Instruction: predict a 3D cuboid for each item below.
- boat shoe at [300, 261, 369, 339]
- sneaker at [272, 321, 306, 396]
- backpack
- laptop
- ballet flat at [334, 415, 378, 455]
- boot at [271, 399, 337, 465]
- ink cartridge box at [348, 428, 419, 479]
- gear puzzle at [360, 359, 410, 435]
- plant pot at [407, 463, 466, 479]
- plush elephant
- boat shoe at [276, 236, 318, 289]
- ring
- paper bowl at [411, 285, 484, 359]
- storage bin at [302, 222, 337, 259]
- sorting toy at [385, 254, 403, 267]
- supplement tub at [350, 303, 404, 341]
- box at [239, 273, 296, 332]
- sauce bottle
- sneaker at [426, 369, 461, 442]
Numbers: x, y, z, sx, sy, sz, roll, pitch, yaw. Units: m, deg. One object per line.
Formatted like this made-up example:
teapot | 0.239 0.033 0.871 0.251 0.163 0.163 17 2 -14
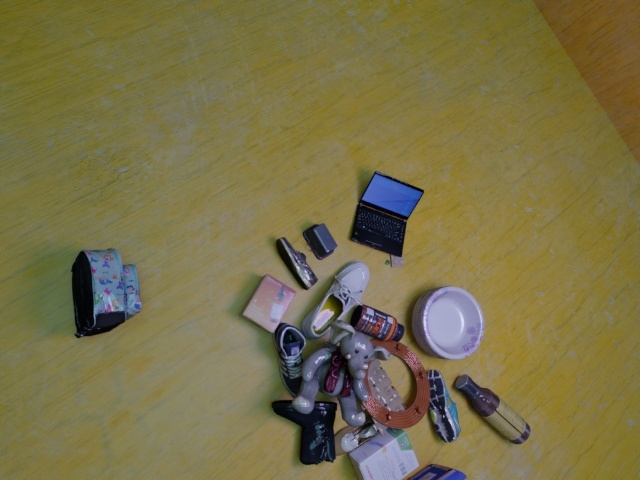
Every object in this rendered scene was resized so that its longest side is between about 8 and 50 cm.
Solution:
boat shoe | 0.076 0.215 1.676 0.136 0.156 0.367 47 69 -5
sneaker | -0.091 0.425 1.578 0.099 0.153 0.282 -17 85 -20
backpack | -0.677 0.150 1.404 0.191 0.225 0.254 -10 77 -42
laptop | 0.274 -0.102 1.817 0.234 0.136 0.265 19 67 -14
ballet flat | 0.136 0.708 1.639 0.232 0.073 0.080 -26 90 -21
boot | -0.056 0.669 1.569 0.246 0.094 0.207 9 75 -17
ink cartridge box | 0.228 0.795 1.627 0.212 0.093 0.154 -26 101 -23
gear puzzle | 0.183 0.540 1.675 0.175 0.044 0.339 -19 71 -37
plant pot | 0.425 0.949 1.609 0.235 0.236 0.212 -21 79 -22
plush elephant | 0.089 0.419 1.513 0.271 0.255 0.330 28 37 -17
boat shoe | -0.087 0.079 1.696 0.073 0.080 0.224 -34 96 -27
ring | 0.277 0.525 1.685 0.336 0.032 0.337 14 55 -20
paper bowl | 0.496 0.329 1.799 0.284 0.148 0.285 4 77 -18
storage bin | 0.000 0.000 1.731 0.098 0.091 0.135 -31 89 -21
sorting toy | 0.305 0.080 1.858 0.083 0.012 0.062 1 83 -22
supplement tub | 0.223 0.323 1.731 0.197 0.106 0.106 23 73 -13
box | -0.189 0.227 1.619 0.130 0.091 0.171 32 71 -10
sauce bottle | 0.690 0.673 1.814 0.344 0.111 0.111 44 69 -6
sneaker | 0.478 0.644 1.770 0.109 0.107 0.276 -2 75 -47
